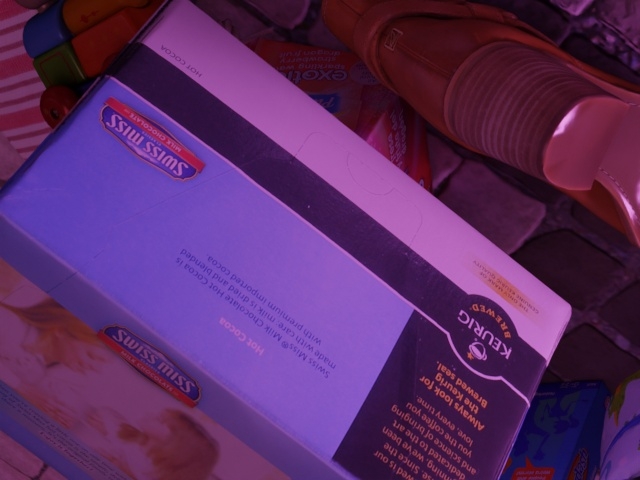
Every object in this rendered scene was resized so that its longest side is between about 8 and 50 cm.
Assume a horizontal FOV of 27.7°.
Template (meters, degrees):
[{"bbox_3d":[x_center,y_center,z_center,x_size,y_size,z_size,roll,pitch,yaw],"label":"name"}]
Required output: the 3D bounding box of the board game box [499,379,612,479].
[{"bbox_3d":[0.156,0.216,1.141,0.160,0.210,0.047,-9,126,39],"label":"board game box"}]

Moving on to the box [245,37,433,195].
[{"bbox_3d":[0.000,0.000,1.069,0.154,0.142,0.300,13,138,23],"label":"box"}]

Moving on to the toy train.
[{"bbox_3d":[-0.149,-0.188,1.014,0.248,0.105,0.143,-17,107,44],"label":"toy train"}]

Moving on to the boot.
[{"bbox_3d":[0.144,-0.091,0.890,0.220,0.283,0.109,38,111,38],"label":"boot"}]

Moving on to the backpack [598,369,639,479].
[{"bbox_3d":[0.382,0.190,0.958,0.356,0.273,0.290,-13,129,15],"label":"backpack"}]

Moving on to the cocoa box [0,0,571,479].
[{"bbox_3d":[-0.056,0.062,0.874,0.347,0.228,0.231,38,140,-7],"label":"cocoa box"}]

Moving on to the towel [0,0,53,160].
[{"bbox_3d":[-0.259,-0.144,1.184,0.144,0.029,0.197,-7,128,37],"label":"towel"}]
